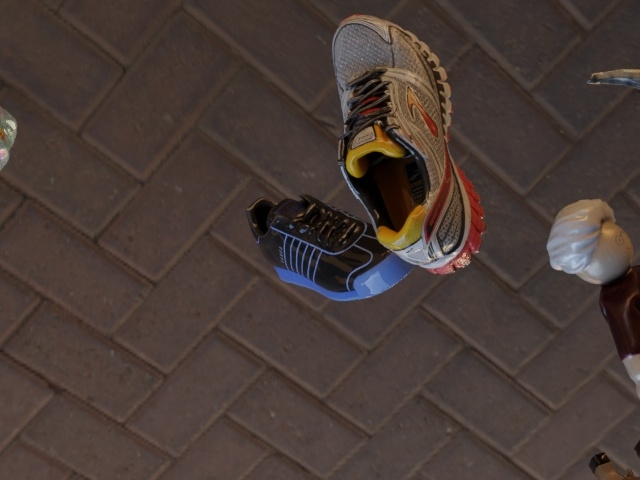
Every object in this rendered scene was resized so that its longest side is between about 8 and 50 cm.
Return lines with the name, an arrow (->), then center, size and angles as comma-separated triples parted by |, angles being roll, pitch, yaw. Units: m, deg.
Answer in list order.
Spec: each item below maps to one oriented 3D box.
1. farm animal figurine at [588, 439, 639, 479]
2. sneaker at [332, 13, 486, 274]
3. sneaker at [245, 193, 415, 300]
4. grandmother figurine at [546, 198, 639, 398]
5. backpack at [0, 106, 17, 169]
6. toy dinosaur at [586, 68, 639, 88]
farm animal figurine -> 0.431, 0.385, 1.205 | 0.330, 0.172, 0.327 | -27, 141, -1
sneaker -> 0.057, -0.086, 0.728 | 0.088, 0.225, 0.092 | -33, 153, 30
sneaker -> 0.000, 0.000, 0.963 | 0.081, 0.232, 0.090 | -46, 116, -25
grandmother figurine -> 0.374, 0.098, 1.031 | 0.104, 0.208, 0.342 | -38, 90, 24
backpack -> -0.407, -0.122, 0.959 | 0.182, 0.152, 0.115 | 41, 62, -24
toy dinosaur -> 0.444, -0.168, 1.067 | 0.268, 0.064, 0.118 | 27, 92, -12
